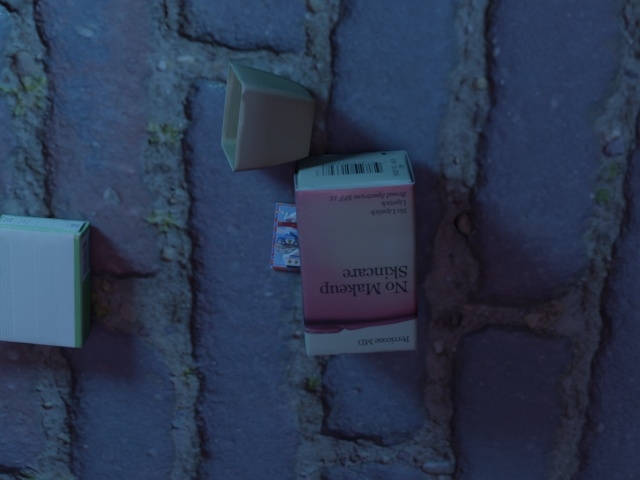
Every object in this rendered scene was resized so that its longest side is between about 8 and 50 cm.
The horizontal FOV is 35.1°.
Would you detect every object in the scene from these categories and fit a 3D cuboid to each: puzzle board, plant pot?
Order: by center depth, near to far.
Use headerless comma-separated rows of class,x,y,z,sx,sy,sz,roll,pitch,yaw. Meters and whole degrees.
plant pot,-0.063,-0.150,1.245,0.096,0.109,0.109,2,113,-15
puzzle board,0.000,0.000,1.356,0.128,0.011,0.097,5,113,-3

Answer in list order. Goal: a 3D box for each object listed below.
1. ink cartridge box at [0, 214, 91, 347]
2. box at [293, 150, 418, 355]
ink cartridge box,-0.428,0.051,1.346,0.235,0.056,0.171,5,113,0
box,0.046,0.015,1.288,0.148,0.127,0.233,-4,114,0
